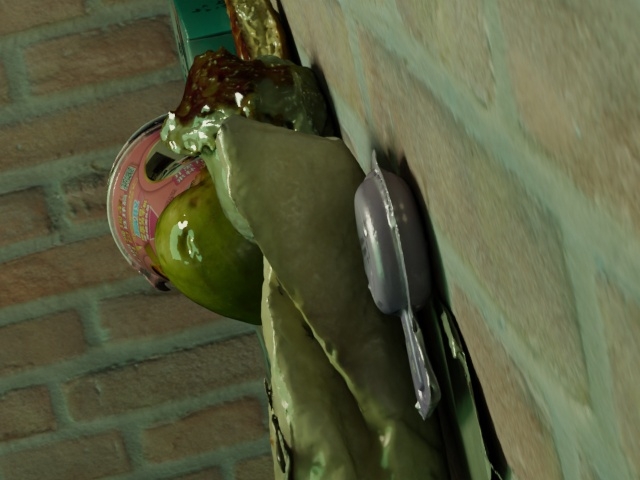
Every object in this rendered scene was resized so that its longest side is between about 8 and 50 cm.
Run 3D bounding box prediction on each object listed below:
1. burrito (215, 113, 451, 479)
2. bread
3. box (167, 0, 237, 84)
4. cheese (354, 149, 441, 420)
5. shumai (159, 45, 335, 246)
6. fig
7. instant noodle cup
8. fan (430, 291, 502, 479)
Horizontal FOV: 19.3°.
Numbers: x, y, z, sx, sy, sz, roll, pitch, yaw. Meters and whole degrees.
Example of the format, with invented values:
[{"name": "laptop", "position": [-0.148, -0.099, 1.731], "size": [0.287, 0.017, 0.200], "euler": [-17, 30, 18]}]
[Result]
[{"name": "burrito", "position": [0.007, 0.061, 1.426], "size": [0.190, 0.135, 0.331], "euler": [13, -115, -82]}, {"name": "bread", "position": [-0.053, -0.180, 1.869], "size": [0.136, 0.054, 0.154], "euler": [-112, 4, -63]}, {"name": "box", "position": [-0.117, -0.218, 2.224], "size": [0.245, 0.092, 0.153], "euler": [-115, 12, -63]}, {"name": "cheese", "position": [0.056, 0.029, 1.316], "size": [0.105, 0.042, 0.190], "euler": [95, 164, -77]}, {"name": "shumai", "position": [-0.070, -0.083, 1.708], "size": [0.184, 0.142, 0.184], "euler": [-175, 90, -73]}, {"name": "fig", "position": [-0.074, 0.002, 1.923], "size": [0.191, 0.181, 0.181], "euler": [48, -174, -22]}, {"name": "instant noodle cup", "position": [-0.135, -0.031, 2.337], "size": [0.255, 0.244, 0.243], "euler": [-144, 40, -71]}, {"name": "fan", "position": [0.107, 0.135, 1.247], "size": [0.310, 0.010, 0.182], "euler": [-119, 16, -79]}]
